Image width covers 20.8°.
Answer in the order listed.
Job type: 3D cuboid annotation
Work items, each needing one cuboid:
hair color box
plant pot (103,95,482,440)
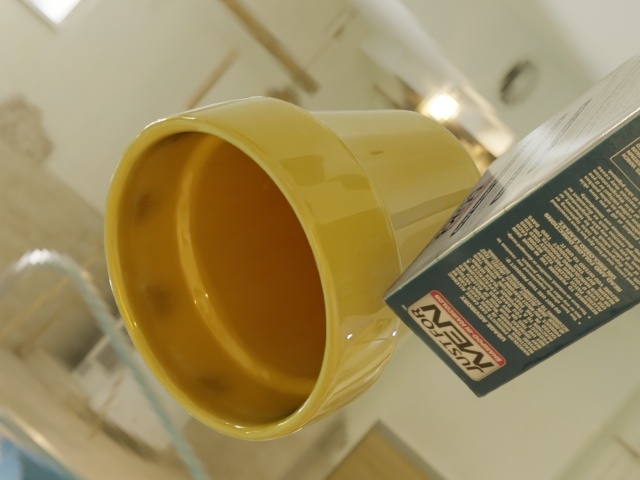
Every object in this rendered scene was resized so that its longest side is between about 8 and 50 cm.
[{"bbox_3d":[0.203,-0.042,1.122,0.105,0.174,0.347,46,-39,-4],"label":"hair color box"},{"bbox_3d":[0.000,0.000,1.371,0.239,0.254,0.254,-21,52,-42],"label":"plant pot"}]
